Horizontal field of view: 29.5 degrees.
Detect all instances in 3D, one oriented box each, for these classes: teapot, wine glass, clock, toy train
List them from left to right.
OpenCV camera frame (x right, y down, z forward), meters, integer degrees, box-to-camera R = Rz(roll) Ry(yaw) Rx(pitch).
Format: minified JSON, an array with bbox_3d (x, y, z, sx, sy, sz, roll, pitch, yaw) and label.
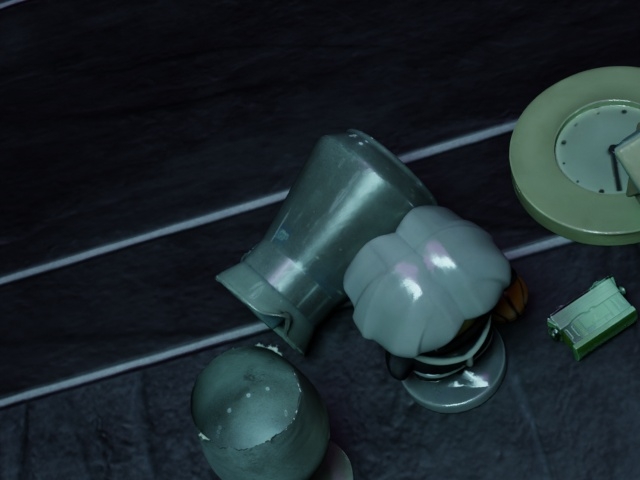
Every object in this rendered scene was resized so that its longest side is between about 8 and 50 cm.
[{"bbox_3d":[-0.045,0.197,1.174,0.127,0.241,0.126,-6,59,11],"label":"wine glass"},{"bbox_3d":[0.000,0.000,1.345,0.225,0.171,0.203,-47,26,-6],"label":"teapot"},{"bbox_3d":[0.284,0.081,1.268,0.093,0.038,0.056,-33,58,-5],"label":"toy train"},{"bbox_3d":[0.331,-0.099,1.376,0.235,0.029,0.234,-7,57,11],"label":"clock"}]

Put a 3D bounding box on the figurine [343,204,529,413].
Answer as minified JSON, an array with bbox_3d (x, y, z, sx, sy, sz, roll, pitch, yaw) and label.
[{"bbox_3d":[0.124,0.064,1.207,0.176,0.236,0.133,-39,55,-8],"label":"figurine"}]

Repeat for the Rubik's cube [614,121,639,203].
[{"bbox_3d":[0.411,-0.086,1.186,0.224,0.265,0.213,-32,90,-9],"label":"Rubik's cube"}]
